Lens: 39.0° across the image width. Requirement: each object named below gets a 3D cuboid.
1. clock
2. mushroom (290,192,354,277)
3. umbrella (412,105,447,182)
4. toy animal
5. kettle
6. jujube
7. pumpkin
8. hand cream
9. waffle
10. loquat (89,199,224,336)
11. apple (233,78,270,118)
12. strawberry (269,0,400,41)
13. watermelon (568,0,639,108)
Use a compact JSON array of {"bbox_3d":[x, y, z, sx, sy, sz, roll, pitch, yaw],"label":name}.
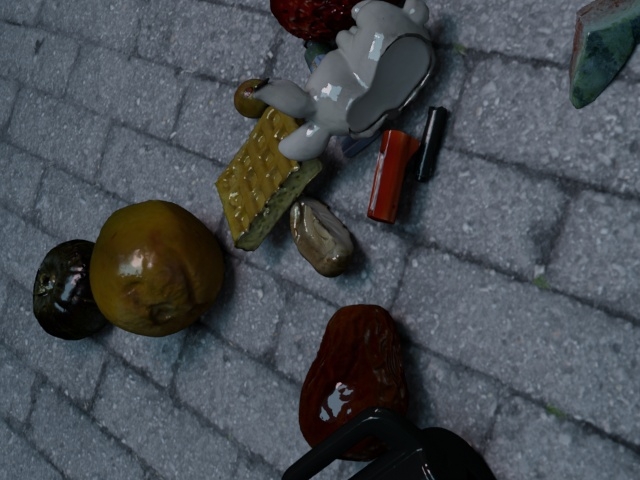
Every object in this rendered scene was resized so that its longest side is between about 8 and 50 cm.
[{"bbox_3d":[0.121,-0.106,1.541,0.113,0.061,0.155,-116,39,-86],"label":"clock"},{"bbox_3d":[0.001,0.000,1.639,0.094,0.072,0.210,-63,37,18],"label":"mushroom"},{"bbox_3d":[0.184,-0.164,1.533,0.036,0.031,0.133,-150,75,-77],"label":"umbrella"},{"bbox_3d":[0.055,-0.273,1.540,0.325,0.208,0.154,-31,39,-6],"label":"toy animal"},{"bbox_3d":[0.094,0.414,1.385,0.308,0.203,0.262,-45,70,24],"label":"kettle"},{"bbox_3d":[0.056,0.232,1.482,0.190,0.190,0.255,-14,64,40],"label":"jujube"},{"bbox_3d":[-0.572,0.113,2.083,0.238,0.159,0.238,-9,77,46],"label":"pumpkin"},{"bbox_3d":[0.034,-0.278,1.685,0.088,0.055,0.256,-35,67,26],"label":"hand cream"},{"bbox_3d":[-0.104,-0.130,1.738,0.248,0.055,0.221,-51,35,23],"label":"waffle"},{"bbox_3d":[-0.338,0.050,1.822,0.276,0.276,0.284,-42,53,29],"label":"loquat"},{"bbox_3d":[-0.132,-0.282,1.809,0.071,0.084,0.084,37,108,23],"label":"apple"},{"bbox_3d":[0.038,-0.467,1.610,0.220,0.274,0.274,34,109,2],"label":"strawberry"},{"bbox_3d":[0.408,-0.288,1.342,0.180,0.081,0.094,-67,22,3],"label":"watermelon"}]
